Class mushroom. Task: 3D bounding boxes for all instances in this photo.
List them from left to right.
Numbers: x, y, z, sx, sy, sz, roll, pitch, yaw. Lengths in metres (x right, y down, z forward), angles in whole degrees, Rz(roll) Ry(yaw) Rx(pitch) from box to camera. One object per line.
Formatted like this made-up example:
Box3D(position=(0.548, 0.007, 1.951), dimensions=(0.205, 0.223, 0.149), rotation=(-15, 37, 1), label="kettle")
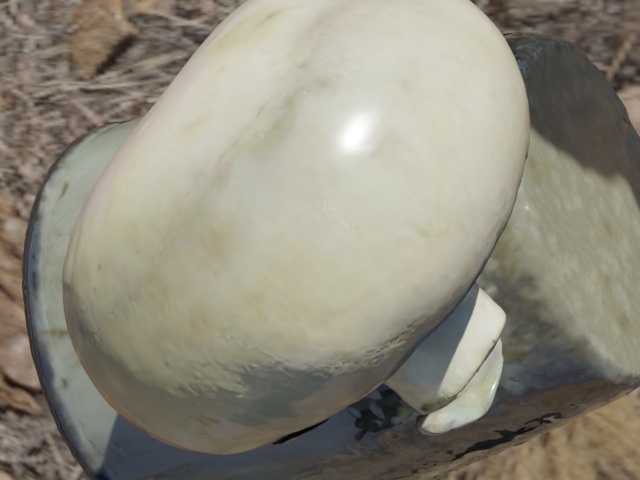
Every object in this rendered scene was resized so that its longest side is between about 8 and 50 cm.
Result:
Box3D(position=(0.000, 0.000, 0.781), dimensions=(0.202, 0.246, 0.246), rotation=(46, 74, -15), label="mushroom")

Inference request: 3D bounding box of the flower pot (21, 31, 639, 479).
Box3D(position=(0.027, 0.018, 1.080), dimensions=(0.293, 0.330, 0.294), rotation=(31, 49, -45), label="flower pot")
